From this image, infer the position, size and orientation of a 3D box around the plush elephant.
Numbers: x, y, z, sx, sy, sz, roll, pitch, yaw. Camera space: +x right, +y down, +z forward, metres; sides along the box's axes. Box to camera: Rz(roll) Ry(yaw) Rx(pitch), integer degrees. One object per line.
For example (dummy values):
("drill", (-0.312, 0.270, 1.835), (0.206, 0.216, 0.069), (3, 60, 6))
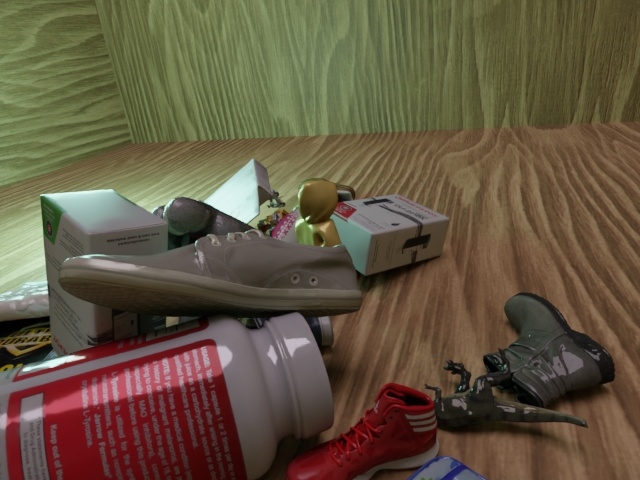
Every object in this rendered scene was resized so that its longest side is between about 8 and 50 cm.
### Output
("plush elephant", (-0.247, 0.060, 0.895), (0.272, 0.255, 0.330), (27, -1, -33))

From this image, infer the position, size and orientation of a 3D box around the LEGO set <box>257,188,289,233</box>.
("LEGO set", (-0.163, -0.009, 1.304), (0.107, 0.132, 0.287), (-15, 43, 23))

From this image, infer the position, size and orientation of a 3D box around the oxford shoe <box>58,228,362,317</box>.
("oxford shoe", (-0.133, 0.047, 0.677), (0.449, 0.130, 0.169), (6, -17, -31))

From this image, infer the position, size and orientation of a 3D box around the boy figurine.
("boy figurine", (0.000, 0.000, 1.013), (0.092, 0.285, 0.177), (-18, 23, -25))

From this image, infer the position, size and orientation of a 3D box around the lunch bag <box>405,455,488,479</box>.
("lunch bag", (0.120, 0.337, 0.461), (0.219, 0.090, 0.176), (-19, 24, -29))

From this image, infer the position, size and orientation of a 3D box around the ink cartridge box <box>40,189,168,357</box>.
("ink cartridge box", (-0.357, 0.083, 0.747), (0.211, 0.289, 0.121), (25, 25, 38))

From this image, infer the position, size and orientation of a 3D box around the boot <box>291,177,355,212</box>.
("boot", (-0.025, -0.142, 1.559), (0.236, 0.089, 0.269), (6, 23, 25))

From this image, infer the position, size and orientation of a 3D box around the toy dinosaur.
("toy dinosaur", (0.238, 0.230, 0.683), (0.268, 0.064, 0.118), (-7, 38, 21))

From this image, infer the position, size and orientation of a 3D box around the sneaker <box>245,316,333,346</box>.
("sneaker", (-0.077, 0.146, 0.944), (0.163, 0.086, 0.226), (-8, 25, -9))

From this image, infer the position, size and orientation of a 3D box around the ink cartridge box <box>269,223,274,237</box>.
("ink cartridge box", (-0.105, -0.035, 1.434), (0.115, 0.029, 0.063), (-6, 23, -4))

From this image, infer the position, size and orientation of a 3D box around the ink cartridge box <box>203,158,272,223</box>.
("ink cartridge box", (-0.266, -0.062, 1.307), (0.296, 0.066, 0.261), (-36, 41, 20))

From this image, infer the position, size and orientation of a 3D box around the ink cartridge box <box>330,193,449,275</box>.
("ink cartridge box", (0.162, -0.025, 1.160), (0.273, 0.114, 0.197), (-11, 30, -36))

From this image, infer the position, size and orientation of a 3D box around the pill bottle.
("pill bottle", (-0.201, 0.232, 0.603), (0.407, 0.229, 0.229), (-13, 24, -17))

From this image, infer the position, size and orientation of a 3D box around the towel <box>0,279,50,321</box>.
("towel", (-0.577, 0.119, 1.047), (0.331, 0.053, 0.317), (-7, 6, -10))

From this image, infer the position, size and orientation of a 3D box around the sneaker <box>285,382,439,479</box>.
("sneaker", (0.053, 0.256, 0.608), (0.221, 0.128, 0.087), (-14, 25, -16))

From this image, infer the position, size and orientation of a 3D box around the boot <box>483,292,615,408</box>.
("boot", (0.348, 0.179, 0.776), (0.161, 0.083, 0.246), (-16, 23, -7))

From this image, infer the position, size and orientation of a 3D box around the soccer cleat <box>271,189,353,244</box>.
("soccer cleat", (-0.019, -0.046, 1.255), (0.143, 0.116, 0.331), (0, 38, 35))

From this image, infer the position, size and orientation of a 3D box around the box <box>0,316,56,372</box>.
("box", (-0.561, 0.233, 0.888), (0.322, 0.079, 0.257), (-5, 25, 4))
